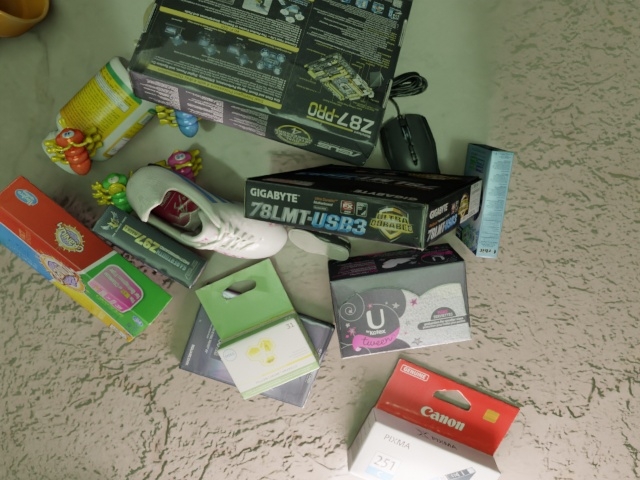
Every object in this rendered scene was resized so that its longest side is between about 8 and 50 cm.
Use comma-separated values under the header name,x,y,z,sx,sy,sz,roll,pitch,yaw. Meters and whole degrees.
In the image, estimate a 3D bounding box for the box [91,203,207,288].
name,x,y,z,sx,sy,sz,roll,pitch,yaw
box,-0.297,0.019,1.040,0.184,0.233,0.059,33,79,-8

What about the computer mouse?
name,x,y,z,sx,sy,sz,roll,pitch,yaw
computer mouse,0.129,-0.169,1.082,0.184,0.060,0.261,-11,104,2

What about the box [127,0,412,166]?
name,x,y,z,sx,sy,sz,roll,pitch,yaw
box,-0.067,-0.329,0.953,0.396,0.097,0.317,16,71,-5

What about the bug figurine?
name,x,y,z,sx,sy,sz,roll,pitch,yaw
bug figurine,-0.312,-0.149,1.010,0.279,0.072,0.216,-23,138,-12

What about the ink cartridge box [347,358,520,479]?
name,x,y,z,sx,sy,sz,roll,pitch,yaw
ink cartridge box,0.243,0.424,1.229,0.297,0.066,0.261,24,104,-6

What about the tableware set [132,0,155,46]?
name,x,y,z,sx,sy,sz,roll,pitch,yaw
tableware set,-0.222,-0.360,1.046,0.194,0.039,0.128,25,91,-12

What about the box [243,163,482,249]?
name,x,y,z,sx,sy,sz,roll,pitch,yaw
box,0.078,-0.069,0.937,0.296,0.293,0.073,10,105,28

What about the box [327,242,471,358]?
name,x,y,z,sx,sy,sz,roll,pitch,yaw
box,0.146,0.114,1.111,0.248,0.142,0.163,-8,104,2

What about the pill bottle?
name,x,y,z,sx,sy,sz,roll,pitch,yaw
pill bottle,-0.391,-0.217,1.040,0.208,0.117,0.117,-41,101,9

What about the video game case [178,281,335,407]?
name,x,y,z,sx,sy,sz,roll,pitch,yaw
video game case,-0.131,0.218,1.198,0.275,0.026,0.195,20,103,-4

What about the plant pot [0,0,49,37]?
name,x,y,z,sx,sy,sz,roll,pitch,yaw
plant pot,-0.599,-0.406,0.962,0.188,0.205,0.205,-25,103,21

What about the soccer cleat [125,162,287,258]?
name,x,y,z,sx,sy,sz,roll,pitch,yaw
soccer cleat,-0.185,-0.020,1.021,0.331,0.143,0.116,24,109,-37

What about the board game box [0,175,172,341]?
name,x,y,z,sx,sy,sz,roll,pitch,yaw
board game box,-0.434,0.049,1.052,0.317,0.242,0.064,41,61,-9

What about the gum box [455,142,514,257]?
name,x,y,z,sx,sy,sz,roll,pitch,yaw
gum box,0.294,-0.077,1.056,0.041,0.157,0.184,5,103,-2

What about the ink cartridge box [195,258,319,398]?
name,x,y,z,sx,sy,sz,roll,pitch,yaw
ink cartridge box,-0.126,0.177,1.148,0.171,0.056,0.234,-24,105,6

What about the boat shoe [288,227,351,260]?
name,x,y,z,sx,sy,sz,roll,pitch,yaw
boat shoe,0.000,0.000,1.136,0.125,0.038,0.046,18,131,4
